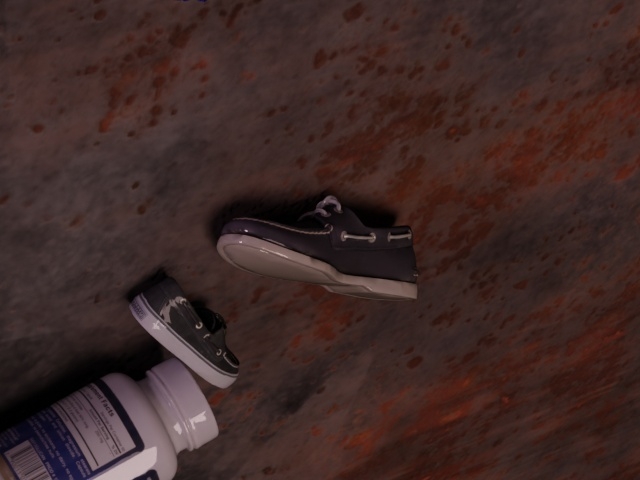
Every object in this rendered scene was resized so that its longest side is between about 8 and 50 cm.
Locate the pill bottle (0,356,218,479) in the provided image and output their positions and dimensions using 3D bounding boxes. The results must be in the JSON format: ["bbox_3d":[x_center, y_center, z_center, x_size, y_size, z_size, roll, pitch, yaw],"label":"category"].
[{"bbox_3d":[-0.165,0.156,1.462,0.169,0.094,0.094,-28,147,-15],"label":"pill bottle"}]

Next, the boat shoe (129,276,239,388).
[{"bbox_3d":[-0.091,0.069,1.471,0.040,0.049,0.142,-41,146,4],"label":"boat shoe"}]

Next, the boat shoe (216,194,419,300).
[{"bbox_3d":[0.000,0.000,1.483,0.206,0.075,0.065,16,77,-47],"label":"boat shoe"}]
